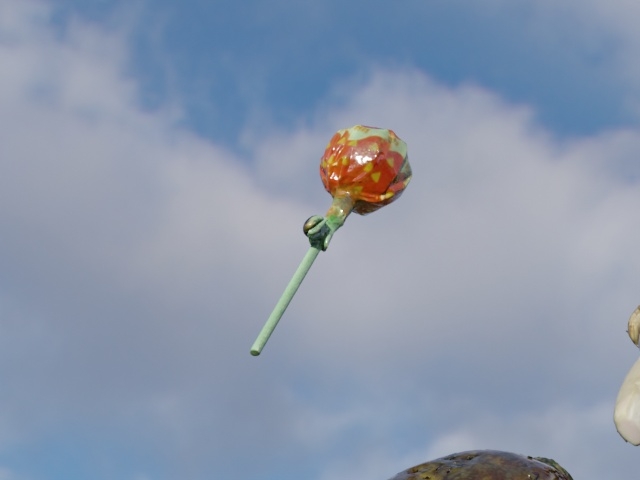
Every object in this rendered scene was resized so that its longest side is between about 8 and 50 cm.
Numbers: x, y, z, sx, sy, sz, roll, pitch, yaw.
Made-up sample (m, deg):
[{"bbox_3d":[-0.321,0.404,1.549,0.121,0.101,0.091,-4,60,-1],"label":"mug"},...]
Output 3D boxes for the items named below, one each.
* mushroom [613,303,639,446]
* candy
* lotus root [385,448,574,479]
[{"bbox_3d":[0.305,0.115,1.549,0.084,0.209,0.071,44,-60,-2],"label":"mushroom"},{"bbox_3d":[-0.001,0.000,1.530,0.084,0.288,0.078,-12,-56,40],"label":"candy"},{"bbox_3d":[0.070,0.272,1.172,0.179,0.397,0.196,17,-56,28],"label":"lotus root"}]
